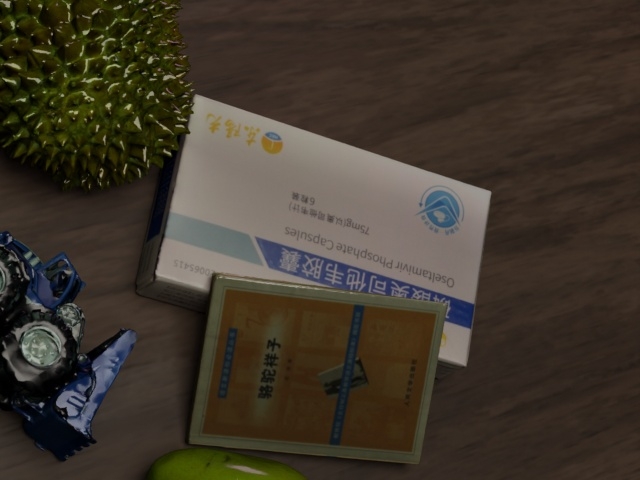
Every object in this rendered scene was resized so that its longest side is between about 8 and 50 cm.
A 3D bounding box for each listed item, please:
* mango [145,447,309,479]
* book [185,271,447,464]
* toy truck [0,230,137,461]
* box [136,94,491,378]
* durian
[{"bbox_3d":[-0.079,0.242,1.422,0.163,0.117,0.089,14,82,-18],"label":"mango"},{"bbox_3d":[-0.001,0.128,1.498,0.241,0.018,0.170,7,97,-18],"label":"book"},{"bbox_3d":[-0.253,0.090,1.394,0.126,0.113,0.208,-35,91,-30],"label":"toy truck"},{"bbox_3d":[0.000,0.000,1.558,0.343,0.065,0.200,17,69,-18],"label":"box"},{"bbox_3d":[-0.222,-0.169,1.446,0.176,0.200,0.237,18,72,-66],"label":"durian"}]
